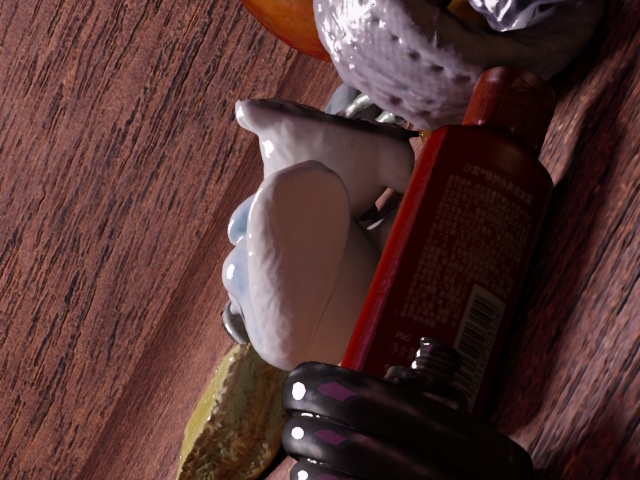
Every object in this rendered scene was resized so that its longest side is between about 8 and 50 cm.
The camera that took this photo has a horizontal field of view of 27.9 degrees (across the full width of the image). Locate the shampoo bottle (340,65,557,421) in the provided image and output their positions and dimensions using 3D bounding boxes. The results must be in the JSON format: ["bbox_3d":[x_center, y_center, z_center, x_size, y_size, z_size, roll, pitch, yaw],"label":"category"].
[{"bbox_3d":[0.110,0.008,1.013,0.076,0.118,0.314,130,162,-65],"label":"shampoo bottle"}]

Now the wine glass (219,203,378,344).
[{"bbox_3d":[-0.024,0.029,1.589,0.126,0.126,0.241,-79,16,-54],"label":"wine glass"}]

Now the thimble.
[{"bbox_3d":[0.121,-0.219,1.164,0.157,0.245,0.217,138,134,-60],"label":"thimble"}]

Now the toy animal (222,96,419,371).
[{"bbox_3d":[0.011,-0.013,1.341,0.249,0.174,0.289,-25,-57,-47],"label":"toy animal"}]

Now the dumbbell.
[{"bbox_3d":[0.002,0.250,0.806,0.406,0.179,0.179,-66,11,-14],"label":"dumbbell"}]

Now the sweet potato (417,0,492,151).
[{"bbox_3d":[0.146,-0.182,1.319,0.112,0.112,0.359,-51,14,48],"label":"sweet potato"}]

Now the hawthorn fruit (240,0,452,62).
[{"bbox_3d":[0.028,-0.356,1.488,0.308,0.325,0.308,-24,38,21],"label":"hawthorn fruit"}]

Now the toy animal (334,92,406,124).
[{"bbox_3d":[0.094,-0.188,1.622,0.170,0.090,0.255,-38,30,22],"label":"toy animal"}]

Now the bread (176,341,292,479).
[{"bbox_3d":[-0.102,0.225,1.556,0.196,0.102,0.138,-57,10,45],"label":"bread"}]

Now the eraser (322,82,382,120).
[{"bbox_3d":[0.024,-0.102,1.779,0.174,0.081,0.227,-58,13,30],"label":"eraser"}]
